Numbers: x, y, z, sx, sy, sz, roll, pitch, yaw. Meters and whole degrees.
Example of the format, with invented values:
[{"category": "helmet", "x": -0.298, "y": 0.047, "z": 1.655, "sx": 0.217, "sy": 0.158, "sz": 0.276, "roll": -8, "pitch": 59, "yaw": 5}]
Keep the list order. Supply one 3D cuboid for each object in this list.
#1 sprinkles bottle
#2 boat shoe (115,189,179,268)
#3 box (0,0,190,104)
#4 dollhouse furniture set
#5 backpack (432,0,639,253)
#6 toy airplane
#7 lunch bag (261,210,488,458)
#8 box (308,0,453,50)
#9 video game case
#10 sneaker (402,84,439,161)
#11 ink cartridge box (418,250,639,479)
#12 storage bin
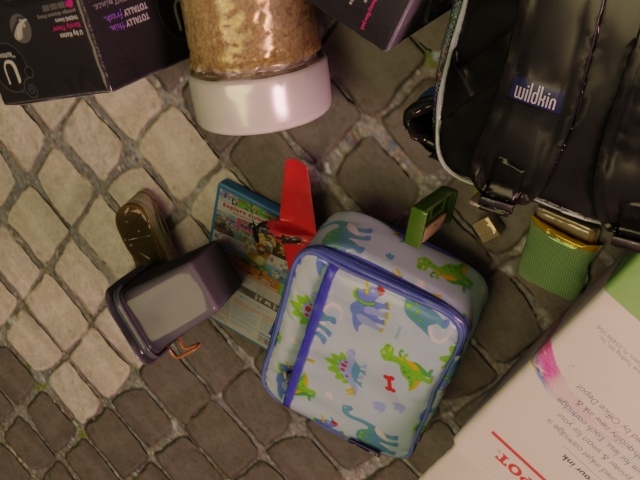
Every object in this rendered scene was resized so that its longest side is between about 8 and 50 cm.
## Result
[{"category": "sprinkles bottle", "x": -0.071, "y": -0.268, "z": 0.865, "sx": 0.121, "sy": 0.121, "sz": 0.355, "roll": 8, "pitch": 118, "yaw": 32}, {"category": "boat shoe", "x": -0.175, "y": 0.021, "z": 1.151, "sx": 0.056, "sy": 0.048, "sz": 0.153, "roll": -9, "pitch": 115, "yaw": 22}, {"category": "box", "x": -0.220, "y": -0.274, "z": 0.939, "sx": 0.143, "sy": 0.165, "sz": 0.270, "roll": -1, "pitch": 112, "yaw": 35}, {"category": "dollhouse furniture set", "x": 0.152, "y": 0.001, "z": 0.894, "sx": 0.151, "sy": 0.058, "sz": 0.076, "roll": 26, "pitch": 126, "yaw": 22}, {"category": "backpack", "x": 0.202, "y": -0.149, "z": 0.688, "sx": 0.225, "sy": 0.191, "sz": 0.253, "roll": 19, "pitch": 131, "yaw": 17}, {"category": "toy airplane", "x": 0.000, "y": 0.000, "z": 1.004, "sx": 0.151, "sy": 0.028, "sz": 0.151, "roll": 12, "pitch": 124, "yaw": 18}, {"category": "lunch bag", "x": 0.040, "y": 0.089, "z": 0.978, "sx": 0.176, "sy": 0.090, "sz": 0.219, "roll": 28, "pitch": 133, "yaw": 9}, {"category": "box", "x": 0.075, "y": -0.281, "z": 0.729, "sx": 0.142, "sy": 0.163, "sz": 0.247, "roll": 37, "pitch": 129, "yaw": 10}, {"category": "video game case", "x": -0.065, "y": 0.032, "z": 1.092, "sx": 0.119, "sy": 0.015, "sz": 0.166, "roll": 28, "pitch": 127, "yaw": 21}, {"category": "sneaker", "x": 0.138, "y": -0.085, "z": 0.840, "sx": 0.152, "sy": 0.084, "sz": 0.058, "roll": 21, "pitch": 124, "yaw": 25}, {"category": "ink cartridge box", "x": 0.256, "y": 0.146, "z": 0.857, "sx": 0.207, "sy": 0.119, "sz": 0.353, "roll": 42, "pitch": 130, "yaw": 8}, {"category": "storage bin", "x": -0.134, "y": 0.058, "z": 1.055, "sx": 0.091, "sy": 0.135, "sz": 0.098, "roll": -28, "pitch": 96, "yaw": 15}]
